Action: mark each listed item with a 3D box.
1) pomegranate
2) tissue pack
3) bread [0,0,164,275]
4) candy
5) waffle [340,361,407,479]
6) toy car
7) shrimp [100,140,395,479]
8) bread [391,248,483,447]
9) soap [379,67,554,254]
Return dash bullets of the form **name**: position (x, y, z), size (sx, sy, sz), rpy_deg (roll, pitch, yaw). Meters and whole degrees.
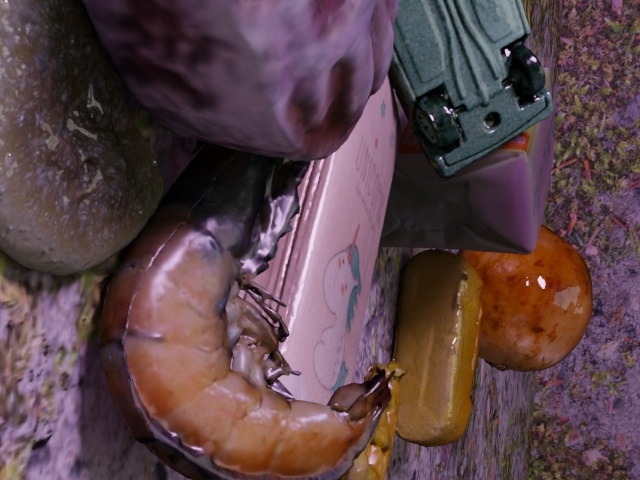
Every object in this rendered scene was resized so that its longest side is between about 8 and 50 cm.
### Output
- **pomegranate**: position (0.295, 0.088, 1.385), size (0.248, 0.248, 0.248), rpy_deg (5, 90, -70)
- **tissue pack**: position (0.000, 0.000, 0.764), size (0.170, 0.071, 0.325), rpy_deg (59, 40, -58)
- **bread**: position (-0.130, -0.047, 0.448), size (0.193, 0.036, 0.112), rpy_deg (72, 31, -46)
- **candy**: position (-0.041, -0.171, 0.490), size (0.289, 0.157, 0.214), rpy_deg (73, 33, -55)
- **waffle**: position (0.027, 0.254, 0.848), size (0.291, 0.051, 0.291), rpy_deg (13, 90, -83)
- **toy car**: position (0.100, -0.219, 0.810), size (0.321, 0.141, 0.097), rpy_deg (62, -8, -30)
- **shrimp**: position (-0.021, 0.029, 0.607), size (0.222, 0.054, 0.290), rpy_deg (36, 52, -27)
- **bread**: position (0.141, 0.135, 1.153), size (0.094, 0.102, 0.245), rpy_deg (26, 68, -62)
- **soap**: position (0.156, -0.092, 1.013), size (0.199, 0.182, 0.138), rpy_deg (-62, 149, -49)
